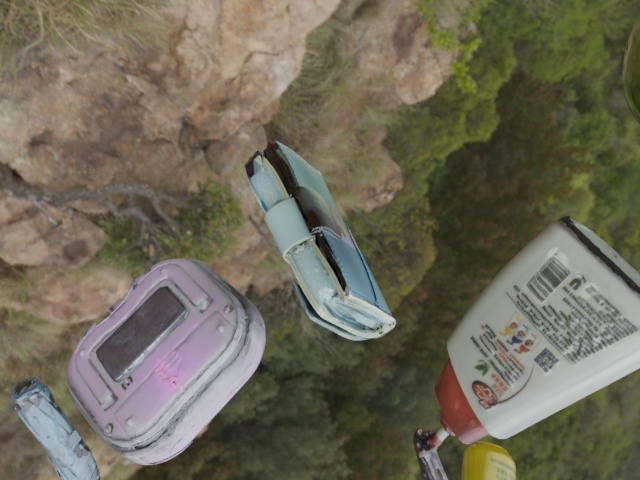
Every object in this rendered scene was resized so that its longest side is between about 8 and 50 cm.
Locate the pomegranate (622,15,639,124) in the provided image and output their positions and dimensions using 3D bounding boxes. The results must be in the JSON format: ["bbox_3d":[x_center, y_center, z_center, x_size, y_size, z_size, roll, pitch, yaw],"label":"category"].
[{"bbox_3d":[0.267,-0.117,0.500,0.130,0.130,0.130,-21,135,-23],"label":"pomegranate"}]

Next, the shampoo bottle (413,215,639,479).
[{"bbox_3d":[0.182,0.123,0.703,0.071,0.153,0.284,7,129,-50],"label":"shampoo bottle"}]

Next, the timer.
[{"bbox_3d":[-0.170,0.122,0.812,0.208,0.190,0.069,-49,140,-9],"label":"timer"}]

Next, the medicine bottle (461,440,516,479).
[{"bbox_3d":[0.211,0.392,0.964,0.064,0.261,0.095,-21,132,37],"label":"medicine bottle"}]

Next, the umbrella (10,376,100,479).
[{"bbox_3d":[-0.358,0.296,1.058,0.052,0.053,0.251,-51,130,-45],"label":"umbrella"}]

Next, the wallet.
[{"bbox_3d":[0.000,0.000,0.975,0.075,0.250,0.176,-33,152,15],"label":"wallet"}]
